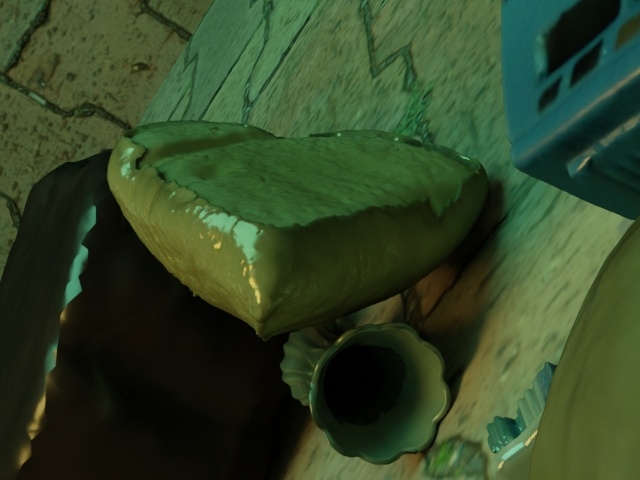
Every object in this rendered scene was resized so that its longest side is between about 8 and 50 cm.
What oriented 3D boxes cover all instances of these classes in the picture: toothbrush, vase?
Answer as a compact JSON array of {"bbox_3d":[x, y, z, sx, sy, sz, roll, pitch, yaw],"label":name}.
[{"bbox_3d":[0.014,0.207,0.702,0.386,0.040,0.040,-56,16,25],"label":"toothbrush"},{"bbox_3d":[0.018,0.081,0.840,0.081,0.081,0.149,-62,12,-3],"label":"vase"}]

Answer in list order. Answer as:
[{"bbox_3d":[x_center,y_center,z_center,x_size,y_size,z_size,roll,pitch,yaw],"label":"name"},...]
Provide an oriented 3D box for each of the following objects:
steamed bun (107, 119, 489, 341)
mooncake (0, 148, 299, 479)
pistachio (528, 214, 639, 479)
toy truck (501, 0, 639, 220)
[{"bbox_3d":[-0.029,-0.006,0.856,0.212,0.231,0.110,20,113,36],"label":"steamed bun"},{"bbox_3d":[-0.155,0.103,1.086,0.350,0.212,0.381,-63,18,11],"label":"mooncake"},{"bbox_3d":[0.138,0.056,0.418,0.152,0.126,0.223,-14,34,19],"label":"pistachio"},{"bbox_3d":[0.217,-0.140,0.456,0.385,0.161,0.162,-40,38,52],"label":"toy truck"}]
